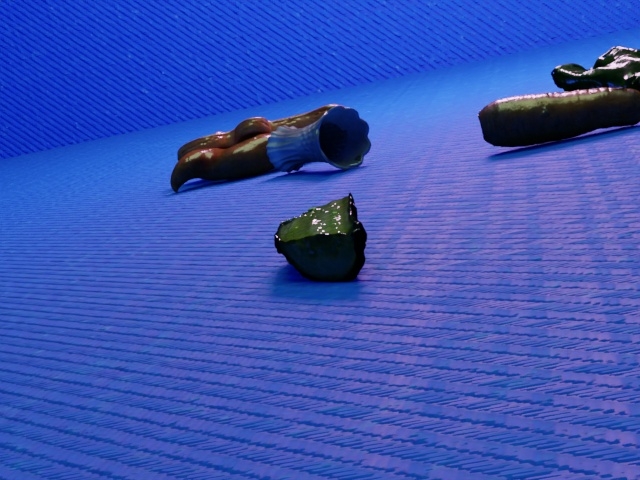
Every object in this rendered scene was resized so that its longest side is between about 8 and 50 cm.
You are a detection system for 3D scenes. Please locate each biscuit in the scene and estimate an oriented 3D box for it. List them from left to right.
[{"bbox_3d":[-0.081,-0.147,2.032,0.250,0.036,0.165,-12,-13,-3],"label":"biscuit"}]

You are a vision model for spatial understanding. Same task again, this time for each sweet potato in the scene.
[{"bbox_3d":[-0.108,-0.112,1.953,0.202,0.055,0.058,-13,-13,-2],"label":"sweet potato"}]

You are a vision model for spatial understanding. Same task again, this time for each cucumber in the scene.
[{"bbox_3d":[0.000,0.000,1.126,0.070,0.046,0.220,-14,7,1],"label":"cucumber"}]

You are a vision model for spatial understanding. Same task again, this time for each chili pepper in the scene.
[{"bbox_3d":[0.392,-0.220,1.941,0.108,0.062,0.216,-20,10,-11],"label":"chili pepper"}]

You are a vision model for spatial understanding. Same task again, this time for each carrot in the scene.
[{"bbox_3d":[0.269,-0.139,1.597,0.186,0.060,0.060,-7,9,8],"label":"carrot"}]

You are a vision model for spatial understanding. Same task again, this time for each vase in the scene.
[{"bbox_3d":[-0.010,-0.122,1.828,0.081,0.081,0.149,-18,6,-33],"label":"vase"}]
